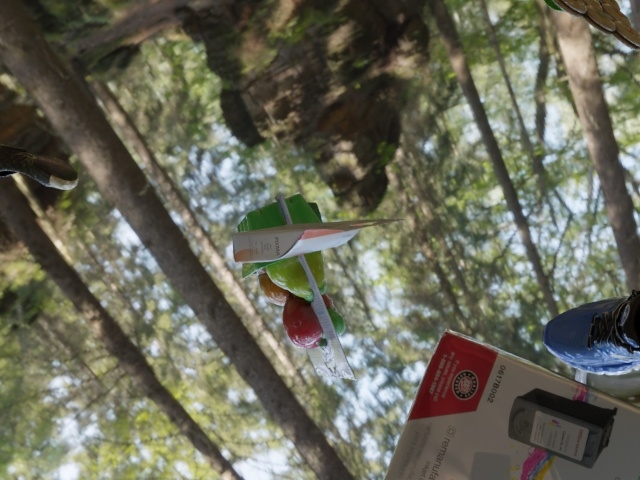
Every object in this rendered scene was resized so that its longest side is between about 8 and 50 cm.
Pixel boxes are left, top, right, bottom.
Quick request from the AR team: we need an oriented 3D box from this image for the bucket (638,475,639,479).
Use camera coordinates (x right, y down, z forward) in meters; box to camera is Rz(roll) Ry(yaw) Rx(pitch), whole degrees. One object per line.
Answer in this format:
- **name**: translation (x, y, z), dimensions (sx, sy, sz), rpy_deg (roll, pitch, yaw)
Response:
- **bucket**: translation (0.379, 0.246, 0.617), dimensions (0.281, 0.183, 0.281), rpy_deg (-7, -151, 4)

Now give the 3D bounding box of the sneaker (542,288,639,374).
- **sneaker**: translation (0.464, 0.120, 1.230), dimensions (0.330, 0.147, 0.129), rpy_deg (-15, -121, 48)

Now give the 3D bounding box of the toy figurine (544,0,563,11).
- **toy figurine**: translation (0.340, -0.377, 1.139), dimensions (0.159, 0.130, 0.173), rpy_deg (-11, -126, -43)

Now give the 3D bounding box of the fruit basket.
- **fruit basket**: translation (-0.029, 0.094, 1.590), dimensions (0.165, 0.353, 0.327), rpy_deg (-28, 178, -14)

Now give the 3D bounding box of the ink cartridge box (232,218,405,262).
- **ink cartridge box**: translation (0.000, 0.000, 1.077), dimensions (0.179, 0.045, 0.145), rpy_deg (1, -173, 35)

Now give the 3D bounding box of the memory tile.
- **memory tile**: translation (0.255, -0.242, 0.814), dimensions (0.012, 0.113, 0.148), rpy_deg (-54, -154, 33)

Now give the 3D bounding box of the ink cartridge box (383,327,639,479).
- **ink cartridge box**: translation (0.253, 0.266, 1.020), dimensions (0.306, 0.131, 0.226), rpy_deg (21, -93, 12)

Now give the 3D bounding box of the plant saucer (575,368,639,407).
- **plant saucer**: translation (0.696, 0.202, 1.681), dimensions (0.401, 0.400, 0.100), rpy_deg (-23, -135, 10)

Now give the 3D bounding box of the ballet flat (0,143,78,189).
- **ballet flat**: translation (-0.387, -0.093, 1.137), dimensions (0.173, 0.049, 0.057), rpy_deg (19, -167, 36)
